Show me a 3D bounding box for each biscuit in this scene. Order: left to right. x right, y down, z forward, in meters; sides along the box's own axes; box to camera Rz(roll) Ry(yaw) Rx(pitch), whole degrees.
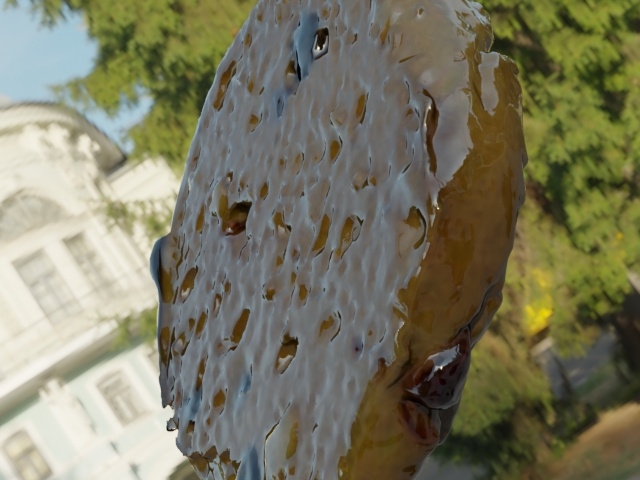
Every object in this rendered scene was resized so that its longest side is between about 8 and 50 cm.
[{"bbox_3d":[0.001,0.000,0.558,0.075,0.296,0.296,10,-31,-27],"label":"biscuit"}]
